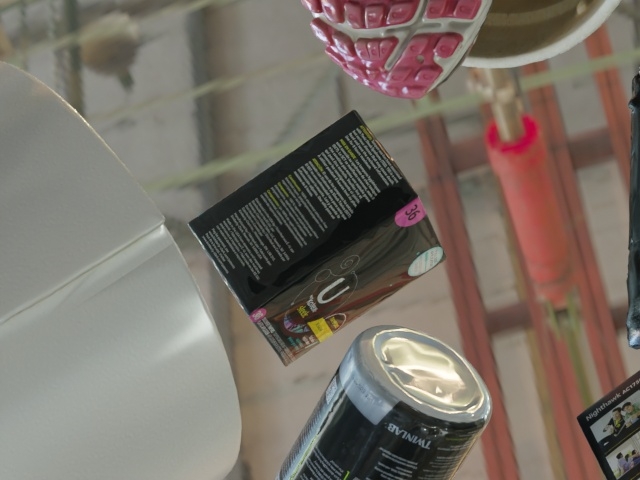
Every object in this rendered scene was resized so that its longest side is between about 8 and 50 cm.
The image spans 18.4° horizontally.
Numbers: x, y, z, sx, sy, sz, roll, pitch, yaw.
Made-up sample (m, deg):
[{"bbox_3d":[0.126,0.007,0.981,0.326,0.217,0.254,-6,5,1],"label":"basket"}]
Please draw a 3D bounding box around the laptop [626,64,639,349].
[{"bbox_3d":[0.286,-0.078,1.019,0.234,0.136,0.264,-30,-133,49],"label":"laptop"}]

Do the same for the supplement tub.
[{"bbox_3d":[0.037,0.167,1.469,0.117,0.190,0.117,22,-151,-13],"label":"supplement tub"}]

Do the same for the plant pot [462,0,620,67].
[{"bbox_3d":[0.193,-0.385,1.966,0.333,0.334,0.305,4,-149,22],"label":"plant pot"}]

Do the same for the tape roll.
[{"bbox_3d":[-0.178,0.057,0.946,0.169,0.246,0.246,-32,-132,-25],"label":"tape roll"}]

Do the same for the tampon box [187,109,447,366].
[{"bbox_3d":[0.000,0.000,1.559,0.161,0.120,0.101,-34,-118,-1],"label":"tampon box"}]

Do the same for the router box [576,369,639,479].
[{"bbox_3d":[0.275,0.119,1.355,0.179,0.046,0.133,-37,-150,11],"label":"router box"}]

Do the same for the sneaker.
[{"bbox_3d":[0.077,-0.214,0.966,0.121,0.112,0.299,20,-78,33],"label":"sneaker"}]
